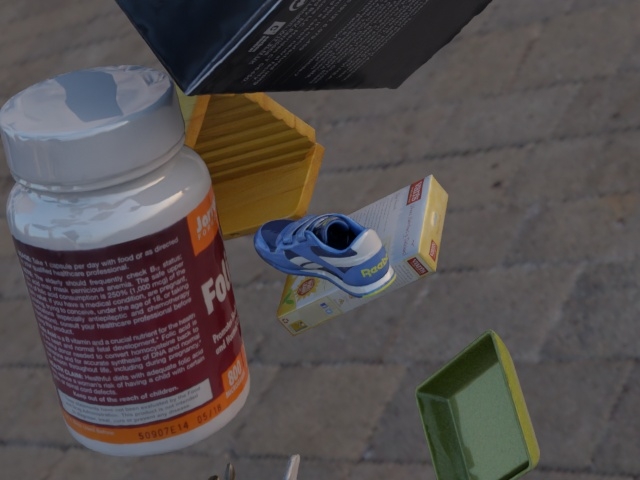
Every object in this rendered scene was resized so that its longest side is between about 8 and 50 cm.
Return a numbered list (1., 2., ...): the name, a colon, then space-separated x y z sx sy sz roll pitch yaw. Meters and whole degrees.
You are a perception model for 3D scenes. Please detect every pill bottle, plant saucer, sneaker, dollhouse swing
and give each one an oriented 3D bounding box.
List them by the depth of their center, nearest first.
1. sneaker: 0.000 0.000 1.159 0.144 0.059 0.053 15 48 38
2. pill bottle: -0.215 0.021 1.520 0.224 0.392 0.224 -7 29 4
3. plant saucer: 0.206 0.235 1.744 0.188 0.045 0.188 -46 49 47
4. dollhouse swing: -0.184 -0.019 1.981 0.315 0.347 0.305 -13 69 24

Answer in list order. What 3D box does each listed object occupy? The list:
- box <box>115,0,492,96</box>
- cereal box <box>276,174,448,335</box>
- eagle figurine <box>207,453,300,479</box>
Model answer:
1. box: -0.063 -0.426 1.494 0.297 0.480 0.472 -44 -15 27
2. cereal box: 0.058 0.020 1.876 0.240 0.047 0.173 -25 30 29
3. eagle figurine: -0.064 0.391 1.402 0.225 0.298 0.226 -43 -8 40
